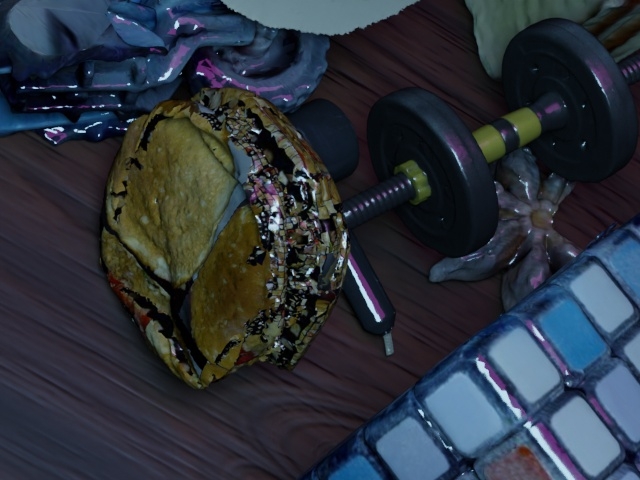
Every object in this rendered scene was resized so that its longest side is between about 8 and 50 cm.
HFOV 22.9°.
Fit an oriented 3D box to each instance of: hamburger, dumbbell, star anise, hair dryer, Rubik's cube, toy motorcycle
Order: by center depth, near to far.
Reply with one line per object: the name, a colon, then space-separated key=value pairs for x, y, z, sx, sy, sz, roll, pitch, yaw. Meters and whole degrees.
Rubik's cube: x=0.174 y=0.195 z=1.095 sx=0.293 sy=0.287 sz=0.292 roll=50 pitch=42 yaw=5
hamburger: x=-0.073 y=-0.005 z=1.172 sx=0.107 sy=0.231 sz=0.231 roll=-8 pitch=70 yaw=-35
toy motorcycle: x=-0.200 y=-0.197 z=1.230 sx=0.416 sy=0.172 sz=0.232 roll=-4 pitch=71 yaw=-16
dumbbell: x=0.146 y=-0.084 z=1.276 sx=0.325 sy=0.143 sz=0.143 roll=-28 pitch=79 yaw=-23
hair dryer: x=0.000 y=0.000 z=1.290 sx=0.124 sy=0.071 sz=0.219 roll=-29 pitch=88 yaw=-28
star anise: x=0.169 y=-0.007 z=1.353 sx=0.172 sy=0.063 sz=0.208 roll=2 pitch=66 yaw=-16

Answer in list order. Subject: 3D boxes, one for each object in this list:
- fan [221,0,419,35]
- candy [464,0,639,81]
fan: x=0.067 y=-0.246 z=1.263 sx=0.415 sy=0.012 sz=0.233 roll=5 pitch=60 yaw=-11
candy: x=0.209 y=-0.309 z=1.435 sx=0.135 sy=0.179 sz=0.320 roll=-3 pitch=68 yaw=-30
